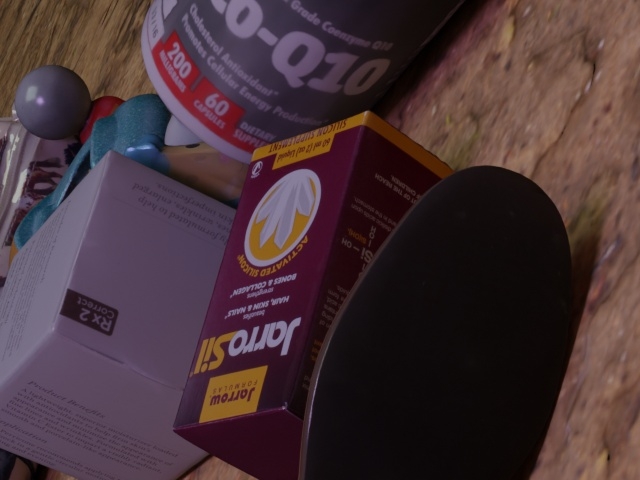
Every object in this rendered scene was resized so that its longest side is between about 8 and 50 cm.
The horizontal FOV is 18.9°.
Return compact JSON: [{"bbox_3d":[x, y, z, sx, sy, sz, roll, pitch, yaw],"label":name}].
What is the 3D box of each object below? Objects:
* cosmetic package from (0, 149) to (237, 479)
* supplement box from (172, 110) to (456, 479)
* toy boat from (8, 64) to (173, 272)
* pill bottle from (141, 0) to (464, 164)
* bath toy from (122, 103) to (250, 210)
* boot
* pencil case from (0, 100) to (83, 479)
[{"bbox_3d":[-0.134,0.064,1.326,0.183,0.151,0.151,-40,31,50],"label":"cosmetic package"},{"bbox_3d":[-0.001,0.034,1.084,0.104,0.081,0.188,-16,50,47],"label":"supplement box"},{"bbox_3d":[-0.194,-0.039,1.619,0.267,0.148,0.318,-56,21,25],"label":"toy boat"},{"bbox_3d":[0.017,-0.187,1.215,0.283,0.161,0.161,-48,25,42],"label":"pill bottle"},{"bbox_3d":[-0.075,-0.149,1.447,0.348,0.129,0.151,-83,17,-45],"label":"bath toy"},{"bbox_3d":[0.030,0.110,0.919,0.115,0.112,0.305,157,133,-78],"label":"boot"},{"bbox_3d":[-0.295,0.077,1.718,0.183,0.160,0.410,96,-173,-60],"label":"pencil case"}]
